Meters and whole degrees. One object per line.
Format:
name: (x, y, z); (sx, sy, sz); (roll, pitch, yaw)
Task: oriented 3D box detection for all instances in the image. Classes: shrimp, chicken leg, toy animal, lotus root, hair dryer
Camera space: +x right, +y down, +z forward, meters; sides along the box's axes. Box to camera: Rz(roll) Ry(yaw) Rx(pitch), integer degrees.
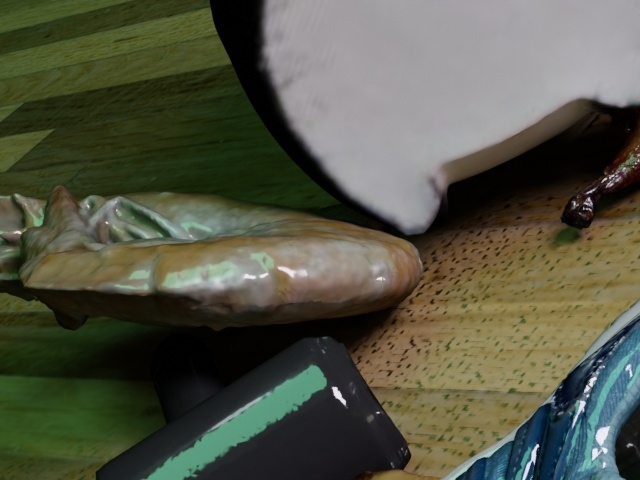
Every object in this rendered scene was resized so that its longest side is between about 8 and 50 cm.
shrimp: (-0.100, 0.011, 0.851); (0.317, 0.077, 0.168); (1, 2, 29)
chicken leg: (0.159, -0.058, 0.832); (0.062, 0.037, 0.145); (-21, 24, 37)
toy animal: (0.069, -0.164, 0.906); (0.251, 0.251, 0.310); (-26, 20, 11)
lotus root: (-0.001, -0.002, 0.918); (0.083, 0.030, 0.037); (-20, 23, 23)
hair dryer: (-0.039, 0.077, 0.781); (0.114, 0.070, 0.248); (-32, 14, -2)

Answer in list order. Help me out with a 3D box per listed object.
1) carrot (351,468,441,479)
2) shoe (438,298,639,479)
carrot: (-0.015, 0.178, 0.481); (0.102, 0.102, 0.263); (-7, 33, 44)
shoe: (0.072, 0.083, 0.442); (0.207, 0.091, 0.106); (-45, -4, -6)
